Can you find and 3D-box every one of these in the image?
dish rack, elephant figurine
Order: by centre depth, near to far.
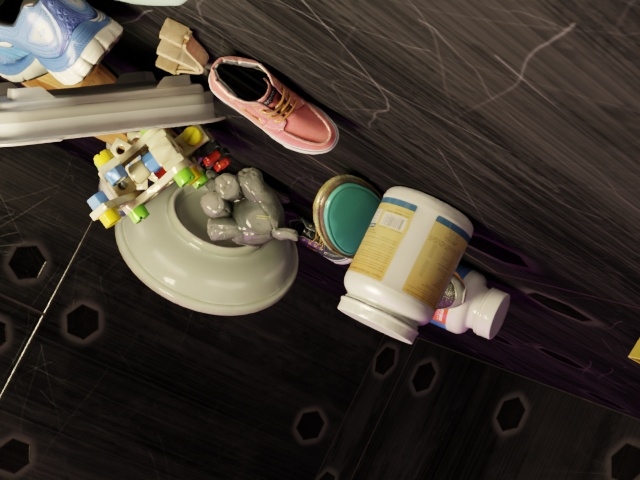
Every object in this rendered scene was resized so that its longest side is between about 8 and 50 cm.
[{"bbox_3d":[-0.327,-0.191,1.466,0.333,0.072,0.285,-9,-167,-26],"label":"dish rack"},{"bbox_3d":[-0.145,-0.072,2.083,0.169,0.186,0.239,-17,-177,2],"label":"elephant figurine"}]

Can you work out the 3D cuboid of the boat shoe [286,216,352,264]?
[{"bbox_3d":[0.000,0.000,2.308,0.083,0.065,0.183,27,177,-42],"label":"boat shoe"}]

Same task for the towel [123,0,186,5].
[{"bbox_3d":[-0.284,-0.312,0.852,0.321,0.090,0.374,30,172,-38],"label":"towel"}]

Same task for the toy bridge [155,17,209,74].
[{"bbox_3d":[-0.172,-0.234,1.309,0.063,0.026,0.188,25,174,-9],"label":"toy bridge"}]

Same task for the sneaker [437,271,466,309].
[{"bbox_3d":[0.155,0.076,1.857,0.215,0.084,0.083,16,-163,24],"label":"sneaker"}]

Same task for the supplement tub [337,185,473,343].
[{"bbox_3d":[0.122,0.036,1.532,0.144,0.199,0.144,26,174,3],"label":"supplement tub"}]

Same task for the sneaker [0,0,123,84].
[{"bbox_3d":[-0.380,-0.293,1.351,0.330,0.129,0.147,12,151,53],"label":"sneaker"}]

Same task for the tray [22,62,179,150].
[{"bbox_3d":[-0.409,-0.252,1.893,0.203,0.076,0.411,24,174,17],"label":"tray"}]

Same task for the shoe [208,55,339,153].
[{"bbox_3d":[-0.056,-0.161,1.258,0.178,0.063,0.081,31,178,-4],"label":"shoe"}]

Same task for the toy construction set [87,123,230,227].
[{"bbox_3d":[-0.268,-0.120,1.708,0.151,0.215,0.327,53,-178,-12],"label":"toy construction set"}]

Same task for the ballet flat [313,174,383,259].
[{"bbox_3d":[0.064,-0.026,1.702,0.123,0.123,0.348,21,172,38],"label":"ballet flat"}]

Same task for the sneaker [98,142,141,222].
[{"bbox_3d":[-0.410,-0.138,2.158,0.112,0.131,0.296,21,-158,-7],"label":"sneaker"}]

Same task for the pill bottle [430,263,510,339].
[{"bbox_3d":[0.232,0.098,1.939,0.222,0.124,0.124,23,173,24],"label":"pill bottle"}]

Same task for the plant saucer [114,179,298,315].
[{"bbox_3d":[-0.223,-0.024,2.192,0.401,0.400,0.100,26,130,-2],"label":"plant saucer"}]

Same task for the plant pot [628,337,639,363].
[{"bbox_3d":[0.497,0.146,1.459,0.082,0.083,0.081,27,173,-10],"label":"plant pot"}]
